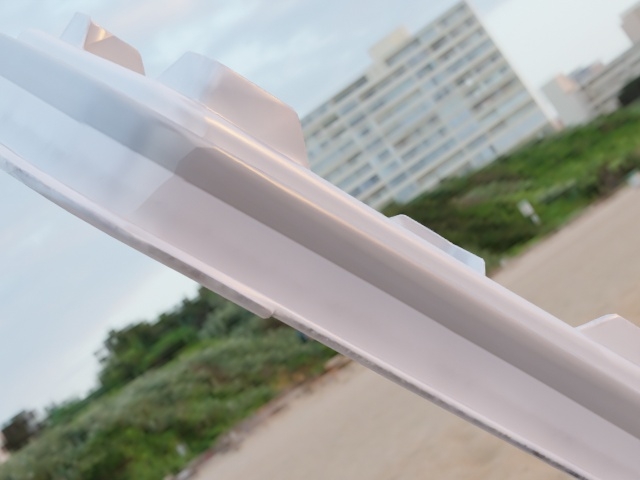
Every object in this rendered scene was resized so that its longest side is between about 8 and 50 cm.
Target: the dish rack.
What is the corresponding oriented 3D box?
[{"bbox_3d":[0.000,0.000,0.654,0.072,0.333,0.285,-60,27,-1],"label":"dish rack"}]
